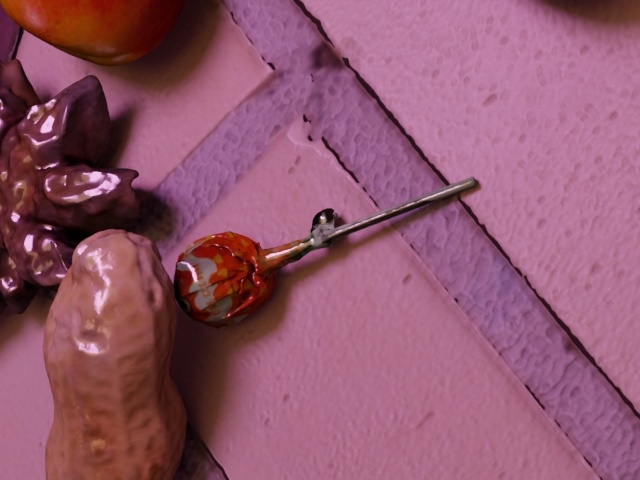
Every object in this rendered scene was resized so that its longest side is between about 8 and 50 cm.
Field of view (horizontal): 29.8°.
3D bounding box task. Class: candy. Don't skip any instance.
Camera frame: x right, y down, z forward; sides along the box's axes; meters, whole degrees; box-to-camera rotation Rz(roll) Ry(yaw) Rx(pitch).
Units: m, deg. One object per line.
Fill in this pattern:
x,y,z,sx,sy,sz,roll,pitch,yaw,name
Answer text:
-0.001,-0.001,1.044,0.287,0.084,0.078,-22,70,16,candy

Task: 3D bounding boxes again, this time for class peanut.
-0.182,0.130,1.064,0.130,0.130,0.290,13,112,28,peanut

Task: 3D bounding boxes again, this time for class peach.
-0.209,-0.265,1.118,0.190,0.190,0.192,19,94,28,peach

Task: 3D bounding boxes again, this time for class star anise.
-0.295,-0.024,1.173,0.315,0.108,0.315,-5,80,27,star anise

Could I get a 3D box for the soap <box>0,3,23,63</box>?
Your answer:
-0.436,-0.266,1.291,0.259,0.081,0.181,19,93,28,soap
